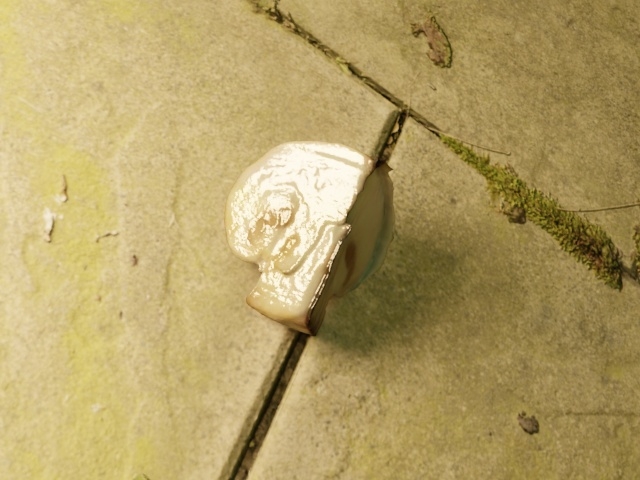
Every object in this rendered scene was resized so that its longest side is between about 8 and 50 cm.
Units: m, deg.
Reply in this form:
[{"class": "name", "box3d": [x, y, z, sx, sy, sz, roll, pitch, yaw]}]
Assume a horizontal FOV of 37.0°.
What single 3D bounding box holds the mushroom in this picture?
[{"class": "mushroom", "box3d": [-0.016, -0.011, 1.239, 0.236, 0.173, 0.162, -65, 153, 0]}]
